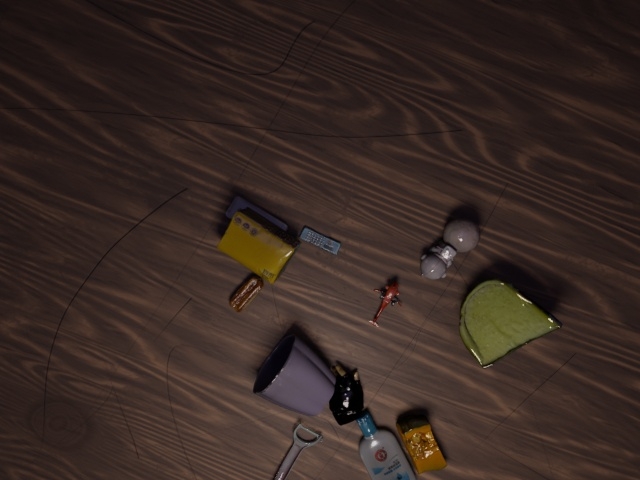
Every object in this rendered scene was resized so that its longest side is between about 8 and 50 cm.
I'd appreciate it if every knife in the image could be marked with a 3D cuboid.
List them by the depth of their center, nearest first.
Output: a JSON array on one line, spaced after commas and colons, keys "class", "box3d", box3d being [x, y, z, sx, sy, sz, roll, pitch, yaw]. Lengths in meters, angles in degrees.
[{"class": "knife", "box3d": [-0.105, 0.867, 1.664, 0.123, 0.053, 0.278, 32, 88, -4]}]

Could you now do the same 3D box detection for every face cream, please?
[{"class": "face cream", "box3d": [0.239, 0.838, 1.655, 0.163, 0.080, 0.337, -26, 88, -1]}]

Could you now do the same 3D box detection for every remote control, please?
[{"class": "remote control", "box3d": [-0.260, -0.080, 1.715, 0.250, 0.034, 0.103, 30, 88, 0]}]

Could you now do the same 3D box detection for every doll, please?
[{"class": "doll", "box3d": [0.505, 0.042, 1.668, 0.151, 0.151, 0.287, 41, 91, 1]}]

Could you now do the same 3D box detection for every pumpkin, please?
[{"class": "pumpkin", "box3d": [0.389, 0.783, 1.648, 0.131, 0.126, 0.248, -22, 107, -9]}]

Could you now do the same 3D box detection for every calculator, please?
[{"class": "calculator", "box3d": [0.000, 0.000, 1.724, 0.172, 0.018, 0.057, 26, 89, -1]}]

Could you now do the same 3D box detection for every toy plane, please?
[{"class": "toy plane", "box3d": [0.251, 0.250, 1.690, 0.194, 0.077, 0.126, -42, 80, 7]}]

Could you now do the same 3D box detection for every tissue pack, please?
[{"class": "tissue pack", "box3d": [-0.240, 0.020, 1.637, 0.271, 0.134, 0.192, 33, 109, 1]}]

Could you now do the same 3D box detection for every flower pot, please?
[{"class": "flower pot", "box3d": [-0.087, 0.532, 1.592, 0.243, 0.265, 0.265, 40, 88, -9]}]

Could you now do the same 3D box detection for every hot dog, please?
[{"class": "hot dog", "box3d": [-0.297, 0.214, 1.696, 0.071, 0.045, 0.165, 42, 88, 3]}]

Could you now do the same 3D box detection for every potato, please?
[{"class": "potato", "box3d": [0.692, 0.305, 1.645, 0.330, 0.213, 0.280, -34, 70, 7]}]

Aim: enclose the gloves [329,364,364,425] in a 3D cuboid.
[{"class": "gloves", "box3d": [0.094, 0.595, 1.655, 0.164, 0.124, 0.203, -24, 96, -20]}]
